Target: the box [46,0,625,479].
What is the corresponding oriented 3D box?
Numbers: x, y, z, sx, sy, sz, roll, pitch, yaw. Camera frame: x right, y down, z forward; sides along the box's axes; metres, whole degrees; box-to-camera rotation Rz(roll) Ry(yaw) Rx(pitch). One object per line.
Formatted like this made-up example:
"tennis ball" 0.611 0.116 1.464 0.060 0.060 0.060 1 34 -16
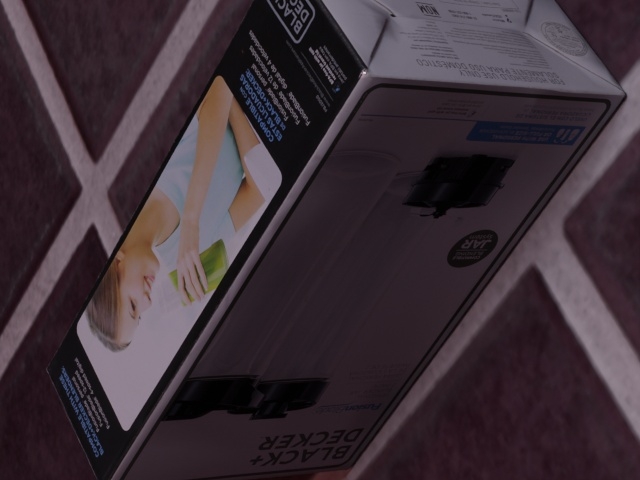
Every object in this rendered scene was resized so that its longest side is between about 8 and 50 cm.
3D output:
"box" 0.000 0.000 0.896 0.290 0.169 0.087 -56 50 34
